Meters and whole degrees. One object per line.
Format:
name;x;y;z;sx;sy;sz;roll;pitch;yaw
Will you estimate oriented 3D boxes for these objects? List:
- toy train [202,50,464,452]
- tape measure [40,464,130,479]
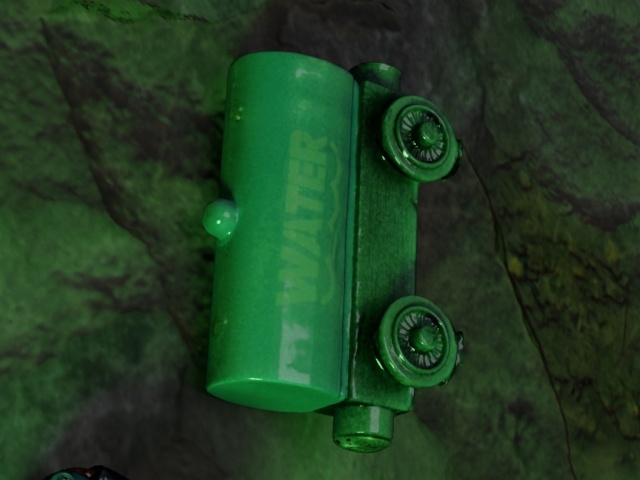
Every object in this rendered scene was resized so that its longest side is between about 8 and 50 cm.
toy train;0.000;0.000;1.000;0.159;0.101;0.248;13;68;-30
tape measure;-0.116;0.188;0.827;0.125;0.081;0.146;37;53;-21
